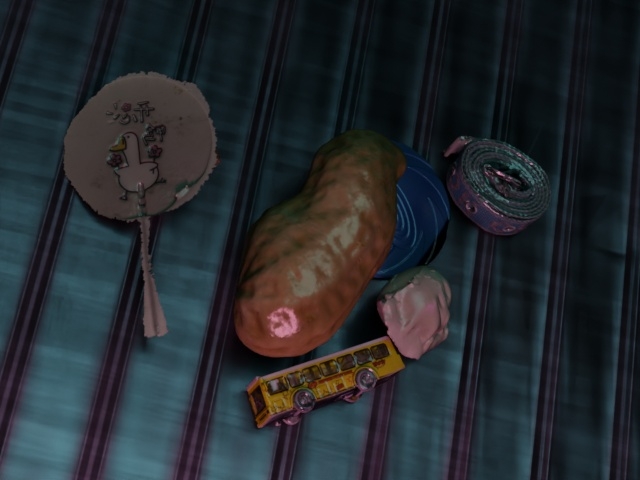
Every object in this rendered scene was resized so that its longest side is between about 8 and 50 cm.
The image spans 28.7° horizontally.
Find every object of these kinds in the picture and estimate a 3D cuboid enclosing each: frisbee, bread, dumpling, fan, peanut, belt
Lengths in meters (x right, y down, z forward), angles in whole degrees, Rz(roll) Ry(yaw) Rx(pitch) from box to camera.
[{"bbox_3d":[0.096,-0.059,1.963,0.242,0.045,0.242,6,70,-16],"label":"frisbee"},{"bbox_3d":[-0.210,-0.130,1.875,0.113,0.060,0.082,-31,85,-25],"label":"bread"},{"bbox_3d":[0.149,0.105,1.877,0.127,0.108,0.188,58,31,-6],"label":"dumpling"},{"bbox_3d":[-0.258,-0.057,1.814,0.233,0.012,0.415,-7,71,6],"label":"fan"},{"bbox_3d":[0.000,0.000,1.826,0.192,0.169,0.387,24,68,24],"label":"peanut"},{"bbox_3d":[0.288,-0.088,2.018,0.163,0.082,0.148,8,64,-17],"label":"belt"}]

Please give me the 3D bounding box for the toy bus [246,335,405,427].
[{"bbox_3d":[0.010,0.205,1.809,0.226,0.081,0.074,-16,75,-23],"label":"toy bus"}]
